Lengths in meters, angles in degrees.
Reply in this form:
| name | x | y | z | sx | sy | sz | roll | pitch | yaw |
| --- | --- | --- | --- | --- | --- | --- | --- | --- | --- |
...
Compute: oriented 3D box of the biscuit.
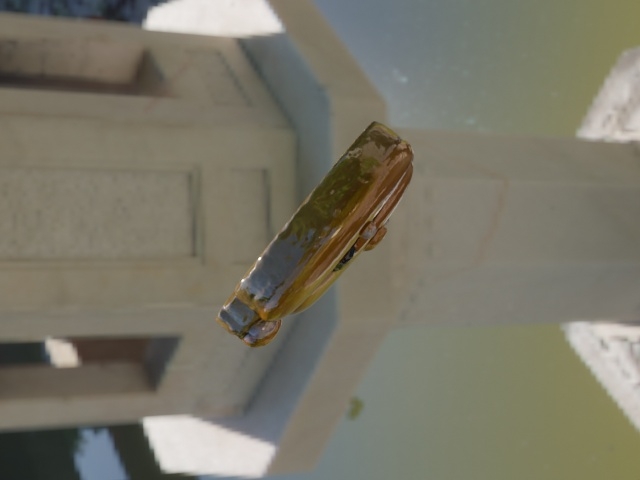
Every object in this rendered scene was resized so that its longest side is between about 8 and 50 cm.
| name | x | y | z | sx | sy | sz | roll | pitch | yaw |
| --- | --- | --- | --- | --- | --- | --- | --- | --- | --- |
| biscuit | 0.003 | 0.002 | 0.914 | 0.050 | 0.170 | 0.170 | 40 | 134 | 2 |
